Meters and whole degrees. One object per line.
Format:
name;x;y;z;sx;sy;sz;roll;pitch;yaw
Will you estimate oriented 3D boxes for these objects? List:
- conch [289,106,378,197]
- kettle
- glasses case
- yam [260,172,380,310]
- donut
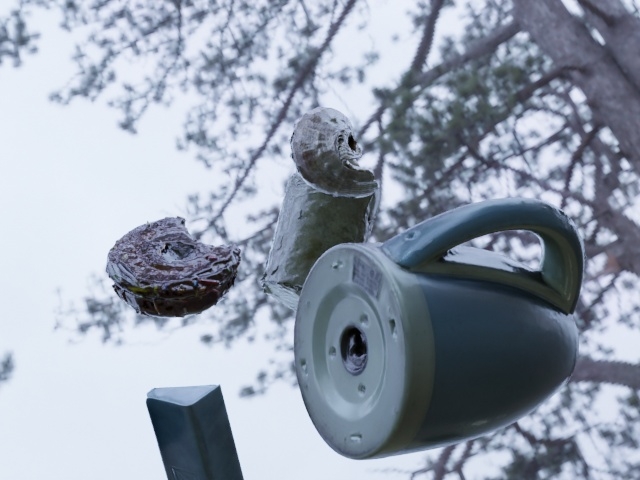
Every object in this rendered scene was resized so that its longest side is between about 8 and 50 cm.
conch;0.033;-0.130;1.551;0.155;0.207;0.130;26;-92;-24
kettle;0.181;0.096;1.227;0.342;0.247;0.320;0;-60;-31
glasses case;-0.162;0.326;1.371;0.105;0.056;0.266;-6;-70;16
yam;0.000;0.000;1.994;0.195;0.300;0.195;13;-22;5
donut;-0.256;0.056;1.753;0.216;0.230;0.096;-45;-35;-45
